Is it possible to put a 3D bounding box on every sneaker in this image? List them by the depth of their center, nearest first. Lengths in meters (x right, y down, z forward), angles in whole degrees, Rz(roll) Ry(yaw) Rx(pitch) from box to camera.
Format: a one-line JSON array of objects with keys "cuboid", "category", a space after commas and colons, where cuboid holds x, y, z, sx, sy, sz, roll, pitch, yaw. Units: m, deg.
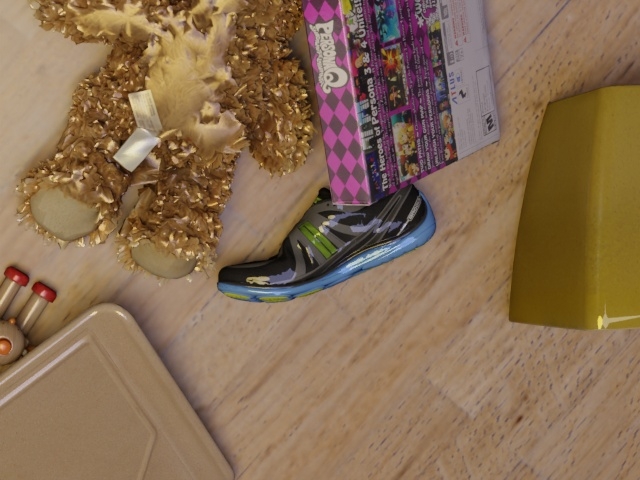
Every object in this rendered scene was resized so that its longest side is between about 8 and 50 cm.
[{"cuboid": [0.000, 0.000, 1.307, 0.188, 0.067, 0.078, -23, 88, -6], "category": "sneaker"}]

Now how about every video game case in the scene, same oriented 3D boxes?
[{"cuboid": [0.063, -0.164, 1.222, 0.210, 0.042, 0.232, -28, 113, -52], "category": "video game case"}]

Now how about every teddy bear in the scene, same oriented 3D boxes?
[{"cuboid": [-0.109, -0.124, 1.241, 0.245, 0.113, 0.338, 8, 108, -6], "category": "teddy bear"}]

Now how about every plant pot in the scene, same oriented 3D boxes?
[{"cuboid": [0.278, -0.030, 1.287, 0.212, 0.212, 0.187, -3, 90, -11], "category": "plant pot"}]

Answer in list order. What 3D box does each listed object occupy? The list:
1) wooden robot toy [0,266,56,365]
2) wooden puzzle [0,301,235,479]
[{"cuboid": [-0.254, 0.063, 1.253, 0.173, 0.079, 0.076, 30, 95, -16], "category": "wooden robot toy"}, {"cuboid": [-0.212, 0.187, 1.276, 0.239, 0.044, 0.221, -35, 124, -10], "category": "wooden puzzle"}]
